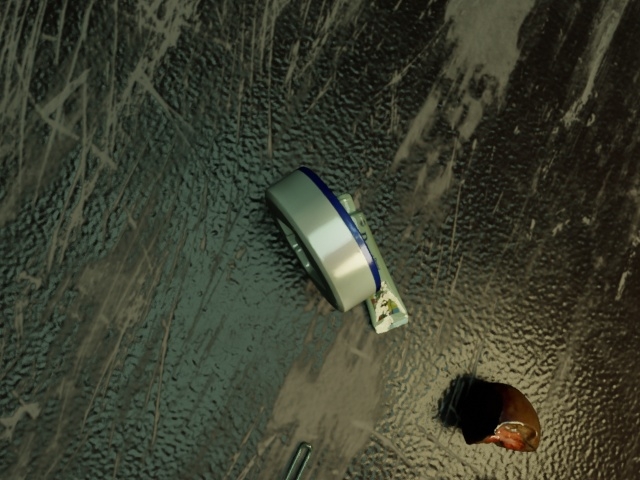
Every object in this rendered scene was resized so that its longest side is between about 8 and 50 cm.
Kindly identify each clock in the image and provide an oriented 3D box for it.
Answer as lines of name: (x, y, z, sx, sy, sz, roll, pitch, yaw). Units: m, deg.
clock: (0.000, 0.000, 0.945, 0.083, 0.230, 0.231, -31, 92, -7)

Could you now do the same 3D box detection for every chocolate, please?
chocolate: (0.315, 0.318, 1.042, 0.133, 0.124, 0.127, 45, 74, -36)

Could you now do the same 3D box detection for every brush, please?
brush: (-0.078, 0.464, 1.009, 0.062, 0.027, 0.266, 29, 78, -8)

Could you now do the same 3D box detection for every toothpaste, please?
toothpaste: (0.085, 0.038, 1.058, 0.067, 0.037, 0.256, -21, 94, -11)
